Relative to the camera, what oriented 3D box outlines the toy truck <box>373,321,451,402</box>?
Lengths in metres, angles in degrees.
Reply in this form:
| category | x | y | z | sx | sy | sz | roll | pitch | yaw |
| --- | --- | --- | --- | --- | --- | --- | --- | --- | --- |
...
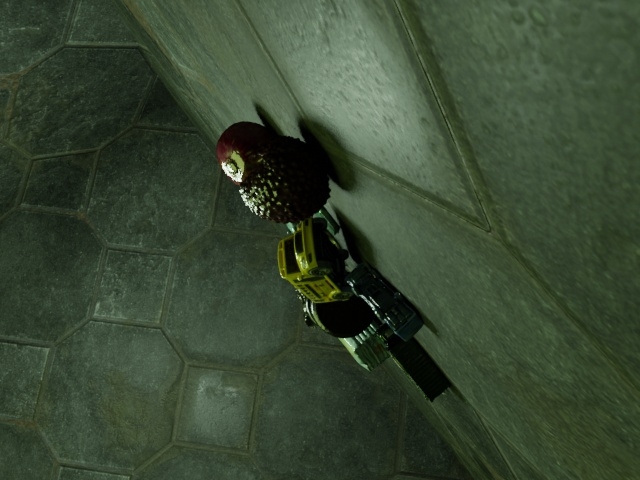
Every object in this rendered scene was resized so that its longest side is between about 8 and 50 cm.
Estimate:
| category | x | y | z | sx | sy | sz | roll | pitch | yaw |
| --- | --- | --- | --- | --- | --- | --- | --- | --- | --- |
| toy truck | 0.269 | 0.356 | 1.641 | 0.259 | 0.088 | 0.121 | 50 | 175 | 10 |

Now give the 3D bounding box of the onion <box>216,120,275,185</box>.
| category | x | y | z | sx | sy | sz | roll | pitch | yaw |
| --- | --- | --- | --- | --- | --- | --- | --- | --- | --- |
| onion | -0.179 | -0.219 | 1.384 | 0.177 | 0.153 | 0.177 | 21 | 160 | 8 |

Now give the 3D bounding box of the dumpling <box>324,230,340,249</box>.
| category | x | y | z | sx | sy | sz | roll | pitch | yaw |
| --- | --- | --- | --- | --- | --- | --- | --- | --- | --- |
| dumpling | -0.011 | 0.032 | 1.727 | 0.181 | 0.111 | 0.155 | 28 | 163 | 44 |

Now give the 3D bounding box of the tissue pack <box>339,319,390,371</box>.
| category | x | y | z | sx | sy | sz | roll | pitch | yaw |
| --- | --- | --- | --- | --- | --- | --- | --- | --- | --- |
| tissue pack | 0.110 | 0.315 | 2.218 | 0.388 | 0.162 | 0.287 | 48 | 176 | 34 |

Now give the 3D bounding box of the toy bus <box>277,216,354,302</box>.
| category | x | y | z | sx | sy | sz | roll | pitch | yaw |
| --- | --- | --- | --- | --- | --- | --- | --- | --- | --- |
| toy bus | -0.014 | 0.064 | 1.468 | 0.330 | 0.152 | 0.144 | 52 | -151 | -61 |

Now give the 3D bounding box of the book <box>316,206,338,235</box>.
| category | x | y | z | sx | sy | sz | roll | pitch | yaw |
| --- | --- | --- | --- | --- | --- | --- | --- | --- | --- |
| book | 0.000 | -0.077 | 1.486 | 0.135 | 0.017 | 0.103 | 51 | 174 | 8 |

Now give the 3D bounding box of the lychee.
| category | x | y | z | sx | sy | sz | roll | pitch | yaw |
| --- | --- | --- | --- | --- | --- | --- | --- | --- | --- |
| lychee | -0.065 | -0.113 | 1.091 | 0.188 | 0.188 | 0.188 | 52 | 174 | 8 |

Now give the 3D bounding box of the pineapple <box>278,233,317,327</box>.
| category | x | y | z | sx | sy | sz | roll | pitch | yaw |
| --- | --- | --- | --- | --- | --- | --- | --- | --- | --- |
| pineapple | -0.052 | 0.151 | 2.059 | 0.175 | 0.175 | 0.361 | -147 | 41 | -71 |

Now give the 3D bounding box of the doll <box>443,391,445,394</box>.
| category | x | y | z | sx | sy | sz | roll | pitch | yaw |
| --- | --- | --- | --- | --- | --- | --- | --- | --- | --- |
| doll | 0.357 | 0.442 | 1.739 | 0.125 | 0.027 | 0.037 | 51 | 166 | 18 |

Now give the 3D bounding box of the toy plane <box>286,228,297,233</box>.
| category | x | y | z | sx | sy | sz | roll | pitch | yaw |
| --- | --- | --- | --- | --- | --- | --- | --- | --- | --- |
| toy plane | -0.082 | 0.015 | 2.391 | 0.226 | 0.058 | 0.226 | 50 | 157 | 19 |

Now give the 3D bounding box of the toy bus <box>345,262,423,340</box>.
| category | x | y | z | sx | sy | sz | roll | pitch | yaw |
| --- | --- | --- | --- | --- | --- | --- | --- | --- | --- |
| toy bus | 0.155 | 0.153 | 1.362 | 0.236 | 0.079 | 0.094 | 45 | 172 | 49 |

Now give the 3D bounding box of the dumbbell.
| category | x | y | z | sx | sy | sz | roll | pitch | yaw |
| --- | --- | --- | --- | --- | --- | --- | --- | --- | --- |
| dumbbell | 0.060 | 0.207 | 1.779 | 0.204 | 0.203 | 0.322 | 52 | 173 | 1 |

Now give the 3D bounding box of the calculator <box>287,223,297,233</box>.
| category | x | y | z | sx | sy | sz | roll | pitch | yaw |
| --- | --- | --- | --- | --- | --- | --- | --- | --- | --- |
| calculator | -0.164 | -0.144 | 2.189 | 0.184 | 0.042 | 0.295 | 44 | 167 | 53 |
